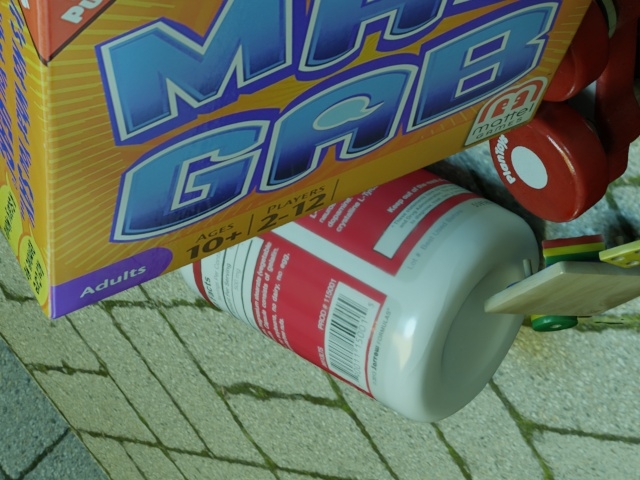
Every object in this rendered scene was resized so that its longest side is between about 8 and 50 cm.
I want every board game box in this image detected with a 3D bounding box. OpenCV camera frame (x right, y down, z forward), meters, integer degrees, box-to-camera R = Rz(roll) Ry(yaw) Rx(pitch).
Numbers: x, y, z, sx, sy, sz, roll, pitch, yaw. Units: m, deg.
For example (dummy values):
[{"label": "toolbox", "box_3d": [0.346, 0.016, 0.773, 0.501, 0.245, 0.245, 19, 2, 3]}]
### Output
[{"label": "board game box", "box_3d": [-0.068, -0.237, 0.857, 0.356, 0.356, 0.356, 60, 159, 20]}]

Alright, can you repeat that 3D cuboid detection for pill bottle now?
[{"label": "pill bottle", "box_3d": [0.000, 0.000, 1.553, 0.408, 0.229, 0.229, 29, 147, 29]}]

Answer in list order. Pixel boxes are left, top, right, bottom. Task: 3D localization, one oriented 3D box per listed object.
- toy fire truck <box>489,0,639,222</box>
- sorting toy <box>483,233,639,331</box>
[{"label": "toy fire truck", "box_3d": [0.164, -0.179, 1.180, 0.254, 0.169, 0.302, 35, 150, 36]}, {"label": "sorting toy", "box_3d": [0.243, 0.028, 1.395, 0.274, 0.132, 0.046, -35, 57, 58]}]
